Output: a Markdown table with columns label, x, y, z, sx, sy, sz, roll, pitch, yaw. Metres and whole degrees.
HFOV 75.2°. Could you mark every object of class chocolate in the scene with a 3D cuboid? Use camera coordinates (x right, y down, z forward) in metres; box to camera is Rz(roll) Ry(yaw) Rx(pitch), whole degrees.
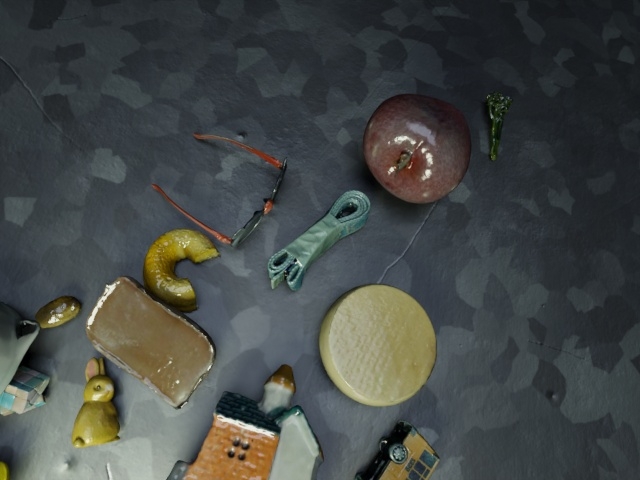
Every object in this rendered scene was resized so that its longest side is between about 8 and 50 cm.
| label | x | y | z | sx | sy | sz | roll | pitch | yaw |
| --- | --- | --- | --- | --- | --- | --- | --- | --- | --- |
| chocolate | -0.322 | 0.189 | 0.820 | 0.261 | 0.083 | 0.161 | 39 | 94 | 1 |

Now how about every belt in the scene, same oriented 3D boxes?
| label | x | y | z | sx | sy | sz | roll | pitch | yaw |
| --- | --- | --- | --- | --- | --- | --- | --- | --- | --- |
| belt | 0.000 | 0.000 | 0.945 | 0.087 | 0.072 | 0.302 | 44 | 71 | 9 |

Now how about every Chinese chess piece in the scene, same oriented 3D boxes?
| label | x | y | z | sx | sy | sz | roll | pitch | yaw |
| --- | --- | --- | --- | --- | --- | --- | --- | --- | --- |
| Chinese chess piece | 0.120 | 0.217 | 0.882 | 0.250 | 0.097 | 0.251 | 3 | 71 | -10 |

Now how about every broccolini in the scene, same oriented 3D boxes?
| label | x | y | z | sx | sy | sz | roll | pitch | yaw |
| --- | --- | --- | --- | --- | --- | --- | --- | --- | --- |
| broccolini | 0.492 | -0.318 | 1.143 | 0.073 | 0.058 | 0.202 | 7 | 70 | 0 |

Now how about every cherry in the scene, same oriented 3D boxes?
| label | x | y | z | sx | sy | sz | roll | pitch | yaw |
| --- | --- | --- | --- | --- | --- | --- | --- | --- | --- |
| cherry | 0.234 | -0.227 | 0.988 | 0.261 | 0.221 | 0.307 | 46 | 57 | -2 |

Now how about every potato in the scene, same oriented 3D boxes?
| label | x | y | z | sx | sy | sz | roll | pitch | yaw |
| --- | --- | --- | --- | --- | --- | --- | --- | --- | --- |
| potato | -0.521 | 0.141 | 0.826 | 0.083 | 0.040 | 0.051 | -30 | 74 | -19 |

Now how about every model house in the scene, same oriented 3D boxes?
| label | x | y | z | sx | sy | sz | roll | pitch | yaw |
| --- | --- | --- | --- | --- | --- | --- | --- | --- | --- |
| model house | -0.109 | 0.386 | 0.768 | 0.271 | 0.190 | 0.301 | 19 | 54 | 1 |

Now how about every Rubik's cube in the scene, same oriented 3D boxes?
| label | x | y | z | sx | sy | sz | roll | pitch | yaw |
| --- | --- | --- | --- | --- | --- | --- | --- | --- | --- |
| Rubik's cube | -0.548 | 0.281 | 0.761 | 0.075 | 0.084 | 0.073 | 23 | 96 | 15 |

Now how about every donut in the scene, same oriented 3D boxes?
| label | x | y | z | sx | sy | sz | roll | pitch | yaw |
| --- | --- | --- | --- | --- | --- | --- | --- | --- | --- |
| donut | -0.303 | 0.052 | 0.877 | 0.145 | 0.078 | 0.181 | 21 | 68 | -5 |

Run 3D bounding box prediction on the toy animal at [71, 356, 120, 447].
| label | x | y | z | sx | sy | sz | roll | pitch | yaw |
| --- | --- | --- | --- | --- | --- | --- | --- | --- | --- |
| toy animal | -0.417 | 0.296 | 0.774 | 0.070 | 0.083 | 0.160 | -13 | 65 | 11 |

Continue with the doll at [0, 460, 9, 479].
| label | x | y | z | sx | sy | sz | roll | pitch | yaw |
| --- | --- | --- | --- | --- | --- | --- | --- | --- | --- |
| doll | -0.625 | 0.423 | 0.677 | 0.237 | 0.111 | 0.252 | -37 | 68 | -8 |

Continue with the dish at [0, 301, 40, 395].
| label | x | y | z | sx | sy | sz | roll | pitch | yaw |
| --- | --- | --- | --- | --- | --- | --- | --- | --- | --- |
| dish | -0.665 | 0.196 | 0.695 | 0.302 | 0.120 | 0.303 | -4 | 55 | 5 |

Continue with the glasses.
| label | x | y | z | sx | sy | sz | roll | pitch | yaw |
| --- | --- | --- | --- | --- | --- | --- | --- | --- | --- |
| glasses | -0.225 | -0.134 | 0.929 | 0.268 | 0.118 | 0.234 | 29 | 71 | 1 |

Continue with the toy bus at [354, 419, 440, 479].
| label | x | y | z | sx | sy | sz | roll | pitch | yaw |
| --- | --- | --- | --- | --- | --- | --- | --- | --- | --- |
| toy bus | 0.148 | 0.458 | 0.810 | 0.103 | 0.091 | 0.182 | 41 | 72 | 3 |
